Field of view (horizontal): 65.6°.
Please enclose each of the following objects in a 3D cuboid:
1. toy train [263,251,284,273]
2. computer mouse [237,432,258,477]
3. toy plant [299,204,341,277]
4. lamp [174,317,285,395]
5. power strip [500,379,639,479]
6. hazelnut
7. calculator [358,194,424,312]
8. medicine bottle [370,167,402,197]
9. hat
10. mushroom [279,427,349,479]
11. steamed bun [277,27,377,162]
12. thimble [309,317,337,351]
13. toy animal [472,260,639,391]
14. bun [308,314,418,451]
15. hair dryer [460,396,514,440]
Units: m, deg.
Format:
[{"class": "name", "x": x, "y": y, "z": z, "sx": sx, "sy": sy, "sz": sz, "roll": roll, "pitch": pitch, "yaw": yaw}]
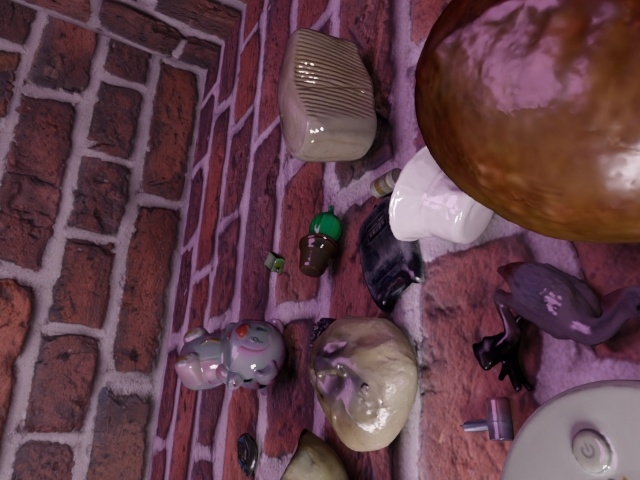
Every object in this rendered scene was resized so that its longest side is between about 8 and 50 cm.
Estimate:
[{"class": "toy train", "x": -0.154, "y": 0.073, "z": 1.647, "sx": 0.093, "sy": 0.038, "sz": 0.057, "roll": 34, "pitch": 106, "yaw": 60}, {"class": "computer mouse", "x": -0.217, "y": 0.648, "z": 1.506, "sx": 0.079, "sy": 0.047, "sz": 0.135, "roll": 8, "pitch": 96, "yaw": 56}, {"class": "toy plant", "x": 0.000, "y": 0.000, "z": 1.342, "sx": 0.143, "sy": 0.105, "sz": 0.201, "roll": 129, "pitch": 163, "yaw": -62}, {"class": "lamp", "x": -0.244, "y": 0.358, "z": 1.456, "sx": 0.247, "sy": 0.300, "sz": 0.248, "roll": -89, "pitch": -15, "yaw": -63}, {"class": "power strip", "x": 0.355, "y": 0.321, "z": 0.482, "sx": 0.357, "sy": 0.161, "sz": 0.358, "roll": -33, "pitch": 50, "yaw": 52}, {"class": "hazelnut", "x": 0.328, "y": -0.190, "z": 0.588, "sx": 0.420, "sy": 0.353, "sz": 0.421, "roll": -29, "pitch": 26, "yaw": 16}, {"class": "calculator", "x": 0.150, "y": 0.017, "z": 1.125, "sx": 0.177, "sy": 0.040, "sz": 0.268, "roll": -50, "pitch": 33, "yaw": 36}, {"class": "medicine bottle", "x": 0.157, "y": -0.133, "z": 1.160, "sx": 0.083, "sy": 0.047, "sz": 0.047, "roll": -26, "pitch": 56, "yaw": 56}, {"class": "hat", "x": 0.231, "y": -0.066, "z": 0.893, "sx": 0.126, "sy": 0.203, "sz": 0.203, "roll": 32, "pitch": 108, "yaw": 40}, {"class": "mushroom", "x": -0.017, "y": 0.536, "z": 1.075, "sx": 0.190, "sy": 0.164, "sz": 0.267, "roll": -58, "pitch": -12, "yaw": -15}, {"class": "steamed bun", "x": -0.002, "y": -0.365, "z": 1.348, "sx": 0.236, "sy": 0.246, "sz": 0.384, "roll": 125, "pitch": 141, "yaw": -54}, {"class": "thimble", "x": 0.021, "y": 0.244, "z": 1.228, "sx": 0.095, "sy": 0.066, "sz": 0.105, "roll": -7, "pitch": 70, "yaw": 59}, {"class": "toy animal", "x": 0.336, "y": 0.098, "z": 0.689, "sx": 0.324, "sy": 0.090, "sz": 0.195, "roll": 136, "pitch": 132, "yaw": -59}, {"class": "bun", "x": 0.072, "y": 0.281, "z": 1.016, "sx": 0.272, "sy": 0.168, "sz": 0.273, "roll": -15, "pitch": 71, "yaw": 53}, {"class": "hair dryer", "x": 0.262, "y": 0.292, "z": 0.804, "sx": 0.114, "sy": 0.037, "sz": 0.063, "roll": 136, "pitch": 140, "yaw": -56}]
